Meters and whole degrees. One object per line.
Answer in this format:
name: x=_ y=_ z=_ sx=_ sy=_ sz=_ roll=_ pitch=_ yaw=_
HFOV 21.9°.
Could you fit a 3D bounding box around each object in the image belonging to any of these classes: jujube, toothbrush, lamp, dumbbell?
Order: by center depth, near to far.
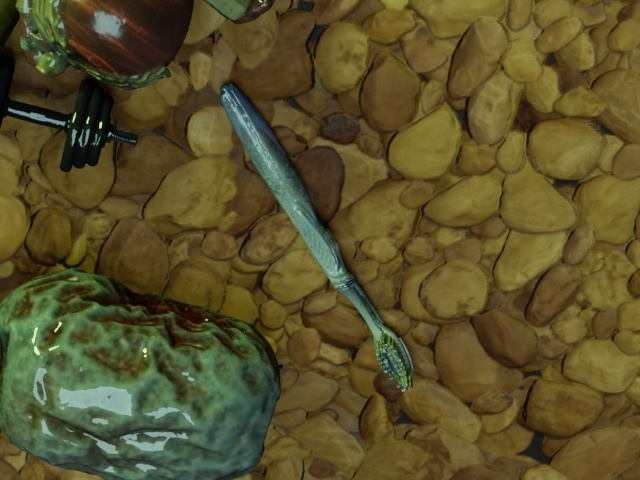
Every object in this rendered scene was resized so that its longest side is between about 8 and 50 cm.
lamp: x=-0.170 y=-0.227 z=1.573 sx=0.223 sy=0.151 sz=0.215 roll=-41 pitch=128 yaw=15
dumbbell: x=-0.286 y=-0.127 z=1.669 sx=0.209 sy=0.099 sz=0.099 roll=14 pitch=117 yaw=-9
jujube: x=-0.197 y=0.152 z=1.758 sx=0.317 sy=0.226 sz=0.226 roll=13 pitch=118 yaw=-14
toothbrush: x=0.000 y=0.000 z=1.783 sx=0.035 sy=0.042 sz=0.413 roll=-27 pitch=114 yaw=13

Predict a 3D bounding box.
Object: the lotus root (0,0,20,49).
lotus root: x=-0.355 y=-0.219 z=1.584 sx=0.123 sy=0.124 sz=0.241 roll=27 pitch=95 yaw=-21
